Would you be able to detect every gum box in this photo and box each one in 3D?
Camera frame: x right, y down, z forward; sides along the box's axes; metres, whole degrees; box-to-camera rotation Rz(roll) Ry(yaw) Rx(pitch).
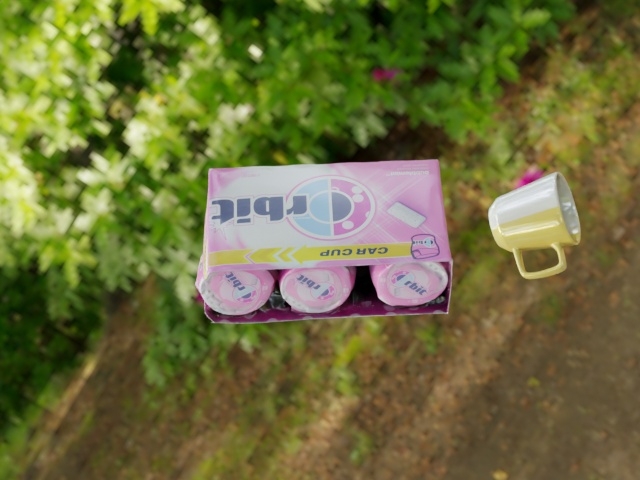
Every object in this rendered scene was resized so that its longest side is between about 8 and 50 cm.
[{"bbox_3d":[0.000,0.000,1.176,0.062,0.188,0.107,88,180,-46],"label":"gum box"}]

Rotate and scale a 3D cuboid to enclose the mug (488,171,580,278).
[{"bbox_3d":[0.173,-0.014,1.279,0.064,0.062,0.078,-15,33,20],"label":"mug"}]
